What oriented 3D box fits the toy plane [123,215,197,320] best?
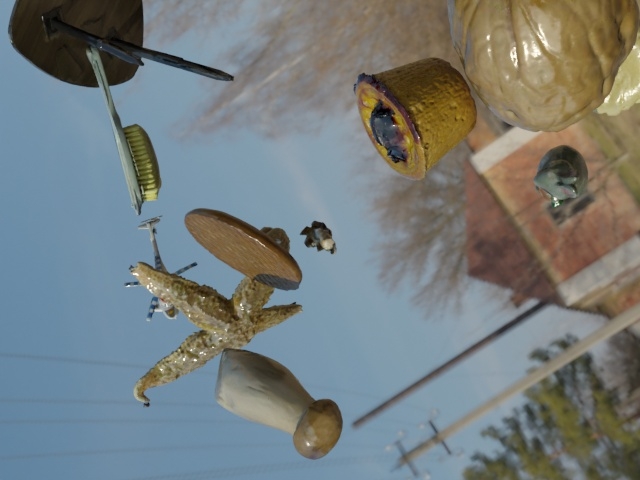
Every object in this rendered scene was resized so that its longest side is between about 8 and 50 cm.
[{"bbox_3d":[-0.411,0.081,2.485,0.273,0.182,0.107,49,164,32],"label":"toy plane"}]

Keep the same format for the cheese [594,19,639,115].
[{"bbox_3d":[0.632,-0.386,2.143,0.214,0.226,0.117,31,-137,8],"label":"cheese"}]

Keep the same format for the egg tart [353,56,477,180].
[{"bbox_3d":[0.165,-0.223,1.740,0.215,0.171,0.215,52,163,23],"label":"egg tart"}]

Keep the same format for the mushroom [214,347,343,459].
[{"bbox_3d":[-0.096,0.286,1.809,0.350,0.128,0.128,25,169,44],"label":"mushroom"}]

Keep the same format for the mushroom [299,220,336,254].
[{"bbox_3d":[0.000,0.000,1.980,0.060,0.061,0.187,54,179,-11],"label":"mushroom"}]

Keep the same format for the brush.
[{"bbox_3d":[-0.316,-0.188,1.620,0.068,0.060,0.296,145,108,-72],"label":"brush"}]

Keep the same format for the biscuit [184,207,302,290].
[{"bbox_3d":[-0.146,0.015,1.906,0.262,0.037,0.262,26,160,10],"label":"biscuit"}]

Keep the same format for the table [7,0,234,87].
[{"bbox_3d":[-0.293,-0.365,1.653,0.249,0.317,0.317,15,173,29],"label":"table"}]

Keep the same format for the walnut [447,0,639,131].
[{"bbox_3d":[0.318,-0.312,1.424,0.313,0.252,0.277,47,-159,-55],"label":"walnut"}]

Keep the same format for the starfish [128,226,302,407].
[{"bbox_3d":[-0.239,0.148,2.097,0.082,0.432,0.323,-123,14,-54],"label":"starfish"}]

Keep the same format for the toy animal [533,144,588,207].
[{"bbox_3d":[0.496,-0.137,2.050,0.236,0.108,0.138,-2,-82,-71],"label":"toy animal"}]
